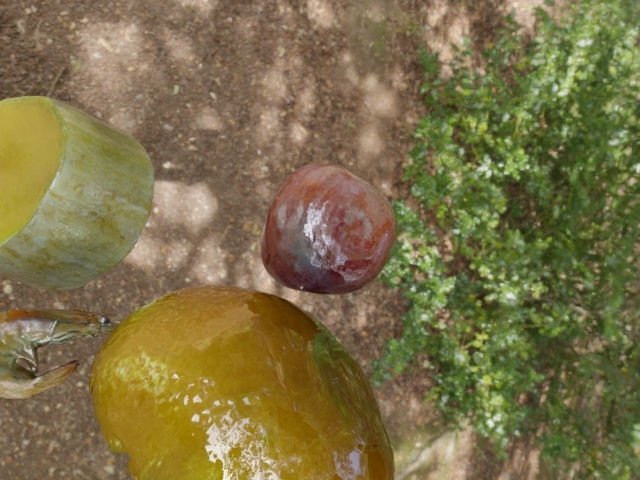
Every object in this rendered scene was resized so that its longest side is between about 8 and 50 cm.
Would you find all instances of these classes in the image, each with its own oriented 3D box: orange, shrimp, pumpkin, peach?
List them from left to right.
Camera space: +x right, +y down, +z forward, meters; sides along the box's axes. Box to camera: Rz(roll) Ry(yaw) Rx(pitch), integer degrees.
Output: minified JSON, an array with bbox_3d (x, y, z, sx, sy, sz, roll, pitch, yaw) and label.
[{"bbox_3d":[-0.468,-0.092,0.944,0.199,0.332,0.332,57,51,-70],"label":"pumpkin"},{"bbox_3d":[-0.455,0.175,0.952,0.249,0.068,0.150,-15,79,-33],"label":"shrimp"},{"bbox_3d":[-0.053,0.184,0.527,0.263,0.196,0.334,-7,69,-55],"label":"orange"},{"bbox_3d":[0.000,0.000,0.628,0.152,0.152,0.152,-21,116,-51],"label":"peach"}]

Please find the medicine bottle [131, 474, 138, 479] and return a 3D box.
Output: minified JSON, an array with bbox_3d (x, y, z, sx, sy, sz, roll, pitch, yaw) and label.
[{"bbox_3d":[-0.312,0.545,1.178,0.096,0.192,0.096,-24,137,-24],"label":"medicine bottle"}]
